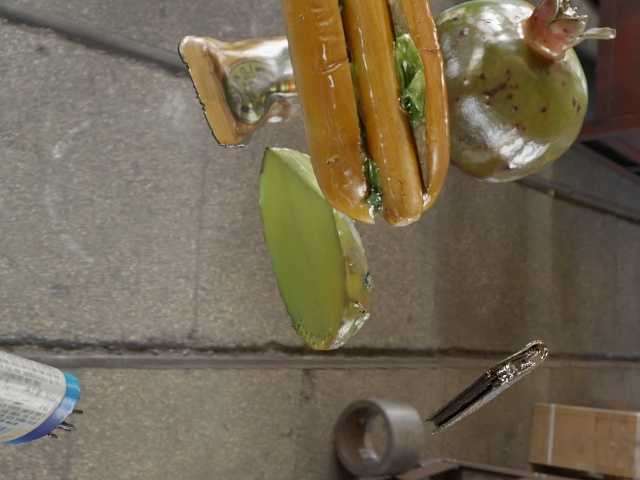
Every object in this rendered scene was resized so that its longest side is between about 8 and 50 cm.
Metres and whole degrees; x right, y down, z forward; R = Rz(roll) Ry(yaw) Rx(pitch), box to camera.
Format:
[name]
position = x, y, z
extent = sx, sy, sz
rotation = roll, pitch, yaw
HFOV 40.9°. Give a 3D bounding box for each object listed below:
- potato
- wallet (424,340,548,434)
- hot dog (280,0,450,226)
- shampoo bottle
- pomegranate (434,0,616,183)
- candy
[potato]
position = 0.000, 0.000, 0.723
extent = 0.054, 0.198, 0.119
rotation = -1, 131, -28
[wallet]
position = 0.227, 0.208, 1.192
extent = 0.110, 0.198, 0.031
rotation = -22, 69, -34
[hot dog]
position = 0.030, -0.132, 0.558
extent = 0.100, 0.068, 0.249
rotation = -11, 91, -11
[shampoo bottle]
position = -0.258, 0.125, 0.683
extent = 0.050, 0.087, 0.183
rotation = 61, 8, 27
[pomegranate]
position = 0.283, -0.255, 1.282
extent = 0.291, 0.323, 0.291
rotation = 30, 27, -17
[candy]
position = -0.032, -0.192, 1.030
extent = 0.271, 0.101, 0.143
rotation = -14, 77, -31
